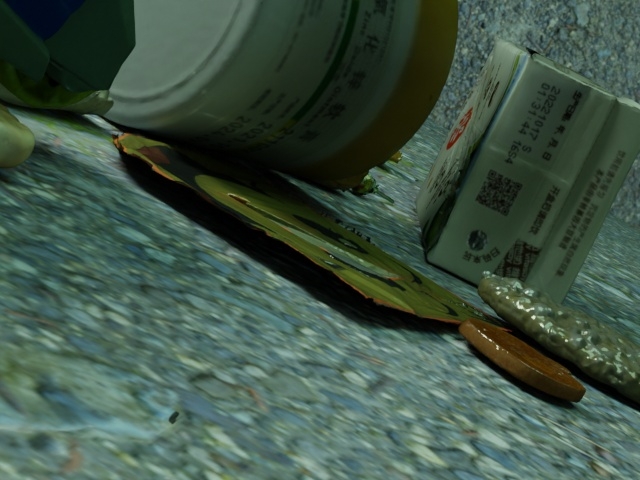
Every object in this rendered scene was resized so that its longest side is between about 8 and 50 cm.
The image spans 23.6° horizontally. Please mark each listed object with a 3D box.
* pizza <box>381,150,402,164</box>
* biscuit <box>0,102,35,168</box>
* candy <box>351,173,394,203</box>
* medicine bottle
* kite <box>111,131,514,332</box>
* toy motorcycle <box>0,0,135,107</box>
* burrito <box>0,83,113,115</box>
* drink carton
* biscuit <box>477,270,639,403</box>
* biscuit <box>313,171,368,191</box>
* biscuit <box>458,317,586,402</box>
[{"bbox_3d":[0.056,-0.111,1.802,0.123,0.026,0.108,28,6,25],"label":"pizza"},{"bbox_3d":[-0.267,-0.109,0.841,0.160,0.030,0.250,19,12,-40],"label":"biscuit"},{"bbox_3d":[0.054,-0.047,1.459,0.083,0.025,0.023,28,47,-57],"label":"candy"},{"bbox_3d":[-0.049,-0.180,1.205,0.238,0.238,0.232,34,14,38],"label":"medicine bottle"},{"bbox_3d":[0.001,-0.002,1.064,0.328,0.013,0.377,25,6,-16],"label":"kite"},{"bbox_3d":[-0.185,-0.208,0.820,0.191,0.200,0.326,37,2,37],"label":"toy motorcycle"},{"bbox_3d":[-0.201,-0.110,1.025,0.185,0.041,0.045,12,59,-62],"label":"burrito"},{"bbox_3d":[0.184,-0.067,1.383,0.132,0.194,0.324,25,10,-2],"label":"drink carton"},{"bbox_3d":[0.237,0.097,1.127,0.250,0.032,0.133,26,10,-19],"label":"biscuit"},{"bbox_3d":[-0.068,-0.137,1.497,0.094,0.054,0.379,22,10,-32],"label":"biscuit"},{"bbox_3d":[0.130,0.078,0.977,0.078,0.015,0.091,22,11,-39],"label":"biscuit"}]
